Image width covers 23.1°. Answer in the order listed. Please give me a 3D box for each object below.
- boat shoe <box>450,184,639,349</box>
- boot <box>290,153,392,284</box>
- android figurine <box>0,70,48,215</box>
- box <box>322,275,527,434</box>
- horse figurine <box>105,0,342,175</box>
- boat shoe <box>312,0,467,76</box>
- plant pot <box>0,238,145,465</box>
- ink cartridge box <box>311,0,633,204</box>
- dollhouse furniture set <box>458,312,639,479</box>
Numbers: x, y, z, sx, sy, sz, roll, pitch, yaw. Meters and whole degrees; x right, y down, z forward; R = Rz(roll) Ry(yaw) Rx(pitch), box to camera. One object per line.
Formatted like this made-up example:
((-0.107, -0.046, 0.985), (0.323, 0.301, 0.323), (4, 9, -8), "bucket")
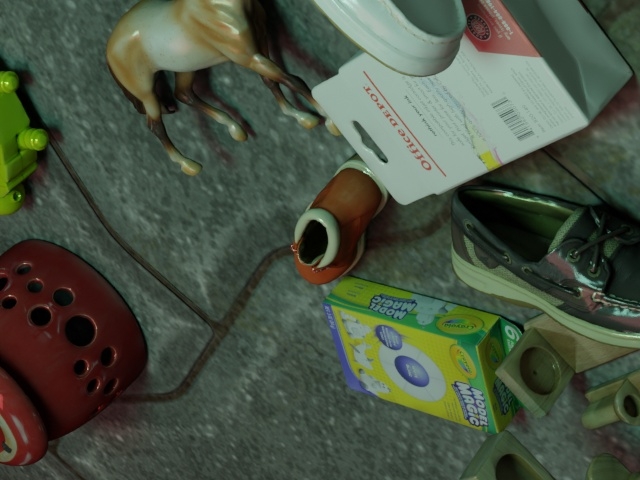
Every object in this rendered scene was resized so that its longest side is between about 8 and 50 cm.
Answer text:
((0.178, 0.012, 1.082), (0.223, 0.080, 0.073), (17, 143, 39), "boat shoe")
((0.000, 0.000, 1.244), (0.059, 0.084, 0.158), (36, 146, 7), "boot")
((-0.364, -0.127, 1.496), (0.273, 0.056, 0.248), (5, 130, 43), "android figurine")
((0.093, 0.097, 1.289), (0.179, 0.043, 0.105), (12, 135, 35), "box")
((-0.090, -0.141, 1.203), (0.263, 0.066, 0.174), (-10, 125, 47), "horse figurine")
((0.017, -0.231, 0.936), (0.096, 0.098, 0.277), (-35, 82, 43), "boat shoe")
((-0.301, 0.123, 1.596), (0.191, 0.174, 0.191), (27, 144, 22), "plant pot")
((0.095, -0.107, 1.052), (0.115, 0.067, 0.198), (52, 143, -11), "ink cartridge box")
((0.198, 0.141, 1.134), (0.144, 0.151, 0.123), (46, 145, -8), "dollhouse furniture set")
